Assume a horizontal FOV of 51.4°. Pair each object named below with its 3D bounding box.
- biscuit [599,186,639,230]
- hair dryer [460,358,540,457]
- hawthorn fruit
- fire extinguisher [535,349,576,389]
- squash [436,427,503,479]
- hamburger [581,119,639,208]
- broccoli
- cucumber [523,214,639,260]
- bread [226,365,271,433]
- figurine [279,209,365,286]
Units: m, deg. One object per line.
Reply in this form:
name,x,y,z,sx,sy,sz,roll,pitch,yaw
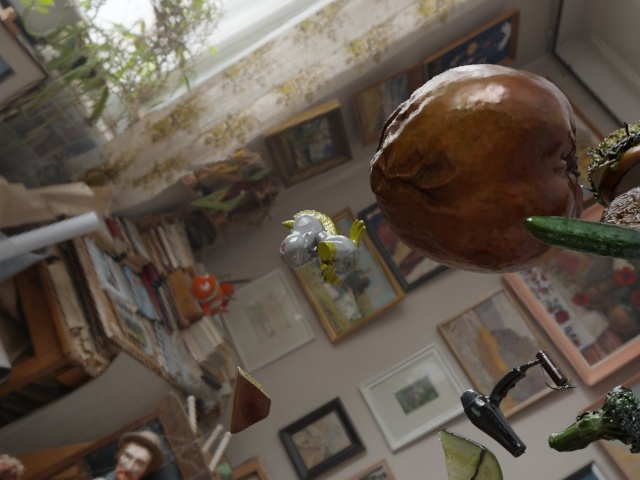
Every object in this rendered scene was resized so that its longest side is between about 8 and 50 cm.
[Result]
biscuit,0.587,-0.050,1.166,0.027,0.187,0.188,60,-3,-23
hair dryer,0.535,0.442,1.863,0.091,0.272,0.235,17,20,-43
hawthorn fruit,0.324,-0.147,1.412,0.472,0.471,0.472,60,-3,5
fire extinguisher,0.752,0.430,2.159,0.045,0.078,0.157,68,-5,-46
squash,0.338,0.560,1.591,0.093,0.170,0.252,25,-11,-11
hamburger,0.690,-0.167,1.453,0.261,0.243,0.139,43,22,-44
broccoli,0.745,0.513,1.795,0.165,0.145,0.304,48,-44,-1
cucumber,0.440,0.000,1.051,0.056,0.250,0.056,11,90,-88
bread,-0.202,0.470,1.921,0.067,0.119,0.193,-86,-173,-87
figurine,-0.006,0.005,1.232,0.178,0.130,0.109,19,-28,33
